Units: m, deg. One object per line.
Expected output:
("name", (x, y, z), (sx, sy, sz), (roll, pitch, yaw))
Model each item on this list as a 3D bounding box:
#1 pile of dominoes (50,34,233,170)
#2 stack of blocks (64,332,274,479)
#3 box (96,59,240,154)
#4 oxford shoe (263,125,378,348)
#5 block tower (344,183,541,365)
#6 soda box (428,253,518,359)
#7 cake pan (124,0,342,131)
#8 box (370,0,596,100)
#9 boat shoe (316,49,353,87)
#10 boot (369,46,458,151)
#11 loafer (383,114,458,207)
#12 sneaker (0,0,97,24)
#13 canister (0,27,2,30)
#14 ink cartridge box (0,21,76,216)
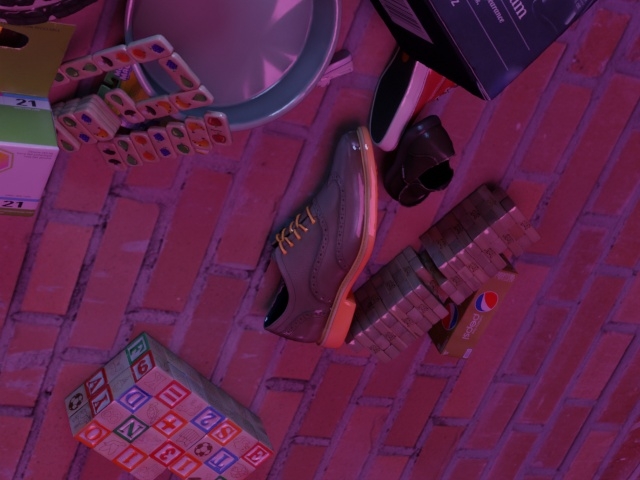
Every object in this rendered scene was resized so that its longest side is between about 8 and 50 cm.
("pile of dominoes", (-0.242, -0.155, 1.607), (0.251, 0.040, 0.196), (-8, 138, 36))
("stack of blocks", (-0.233, 0.294, 1.991), (0.171, 0.087, 0.297), (-41, 128, 9))
("box", (-0.210, -0.190, 1.692), (0.179, 0.043, 0.105), (17, 116, -33))
("oxford shoe", (0.000, 0.000, 1.859), (0.132, 0.130, 0.364), (7, 116, -11))
("block tower", (0.179, 0.055, 1.987), (0.335, 0.091, 0.097), (-39, 128, 8))
("soda box", (0.247, 0.104, 2.067), (0.058, 0.061, 0.181), (13, 118, -28))
("cake pan", (-0.115, -0.286, 1.625), (0.293, 0.054, 0.293), (-10, 116, -21))
("box", (0.228, -0.426, 1.544), (0.395, 0.212, 0.293), (-44, 130, -4))
("boat shoe", (0.001, -0.228, 1.755), (0.100, 0.035, 0.035), (-27, 126, -11))
("boot", (0.183, -0.224, 1.800), (0.176, 0.088, 0.244), (12, 114, -30))
("loafer", (0.146, -0.095, 1.827), (0.080, 0.078, 0.220), (-31, 162, -13))
("sneaker", (-0.284, -0.375, 1.460), (0.410, 0.182, 0.158), (-14, 155, -15))
("canister", (-0.455, -0.303, 1.495), (0.169, 0.073, 0.126), (19, 116, -30))
("ink cartridge box", (-0.412, -0.151, 1.538), (0.188, 0.097, 0.255), (4, 140, -29))
